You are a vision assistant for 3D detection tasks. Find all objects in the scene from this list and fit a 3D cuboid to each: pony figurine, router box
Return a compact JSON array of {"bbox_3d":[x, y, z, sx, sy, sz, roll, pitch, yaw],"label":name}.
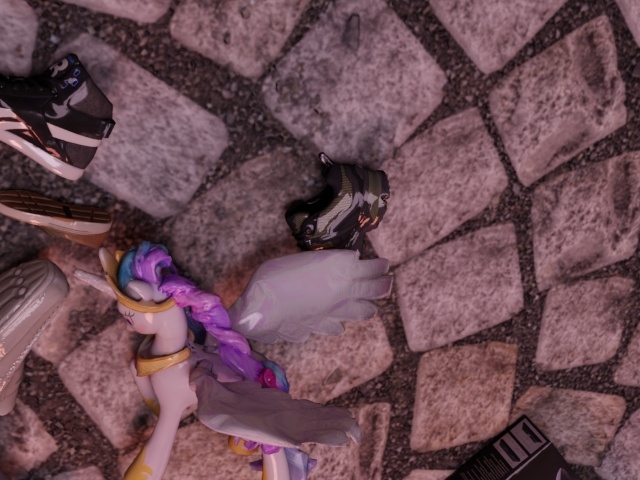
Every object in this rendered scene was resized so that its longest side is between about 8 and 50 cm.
[{"bbox_3d":[-0.103,0.164,1.169,0.351,0.303,0.363,7,130,10],"label":"pony figurine"},{"bbox_3d":[0.325,0.464,1.591,0.243,0.081,0.309,-39,121,-1],"label":"router box"}]

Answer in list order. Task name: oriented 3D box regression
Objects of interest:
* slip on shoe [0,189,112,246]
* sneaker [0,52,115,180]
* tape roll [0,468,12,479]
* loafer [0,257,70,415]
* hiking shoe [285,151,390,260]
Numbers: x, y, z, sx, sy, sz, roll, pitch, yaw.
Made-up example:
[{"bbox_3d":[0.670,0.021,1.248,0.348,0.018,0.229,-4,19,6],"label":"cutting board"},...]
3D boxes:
[{"bbox_3d":[-0.311,-0.023,1.137,0.135,0.051,0.041,10,122,-31],"label":"slip on shoe"},{"bbox_3d":[-0.320,-0.165,1.053,0.217,0.079,0.121,32,96,-38],"label":"sneaker"},{"bbox_3d":[-0.468,0.346,1.158,0.219,0.072,0.219,-11,130,-13],"label":"tape roll"},{"bbox_3d":[-0.398,0.151,1.153,0.319,0.112,0.111,-44,127,12],"label":"loafer"},{"bbox_3d":[0.000,0.000,1.259,0.114,0.086,0.227,20,102,-11],"label":"hiking shoe"}]
